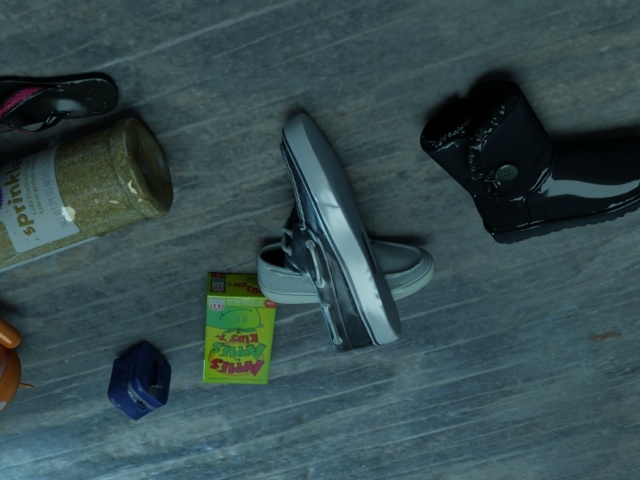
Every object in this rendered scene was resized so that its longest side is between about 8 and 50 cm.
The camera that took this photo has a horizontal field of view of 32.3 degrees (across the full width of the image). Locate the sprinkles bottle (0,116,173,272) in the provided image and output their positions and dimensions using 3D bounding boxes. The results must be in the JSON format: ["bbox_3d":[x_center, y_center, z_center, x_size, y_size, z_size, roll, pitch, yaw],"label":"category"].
[{"bbox_3d":[-0.351,-0.031,1.275,0.355,0.121,0.121,-19,133,13],"label":"sprinkles bottle"}]

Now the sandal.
[{"bbox_3d":[-0.313,-0.147,1.217,0.179,0.040,0.067,-8,135,4],"label":"sandal"}]

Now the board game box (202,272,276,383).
[{"bbox_3d":[-0.110,0.122,1.497,0.092,0.043,0.181,2,134,-6],"label":"board game box"}]

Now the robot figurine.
[{"bbox_3d":[-0.483,0.157,1.447,0.128,0.158,0.219,10,152,47],"label":"robot figurine"}]

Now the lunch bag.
[{"bbox_3d":[-0.245,0.194,1.520,0.065,0.098,0.067,-31,124,21],"label":"lunch bag"}]

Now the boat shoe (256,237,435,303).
[{"bbox_3d":[0.029,0.030,1.390,0.227,0.079,0.081,-5,139,6],"label":"boat shoe"}]

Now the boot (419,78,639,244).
[{"bbox_3d":[0.260,-0.103,1.262,0.246,0.094,0.207,-19,137,23],"label":"boot"}]

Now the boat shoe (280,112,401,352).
[{"bbox_3d":[0.000,0.000,1.298,0.102,0.108,0.301,-18,115,12],"label":"boat shoe"}]
